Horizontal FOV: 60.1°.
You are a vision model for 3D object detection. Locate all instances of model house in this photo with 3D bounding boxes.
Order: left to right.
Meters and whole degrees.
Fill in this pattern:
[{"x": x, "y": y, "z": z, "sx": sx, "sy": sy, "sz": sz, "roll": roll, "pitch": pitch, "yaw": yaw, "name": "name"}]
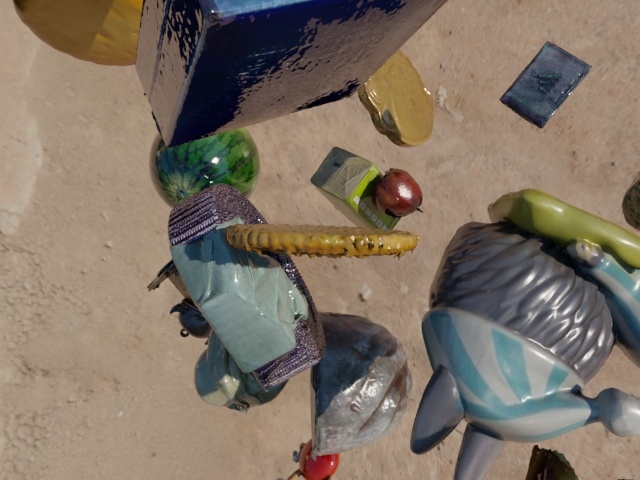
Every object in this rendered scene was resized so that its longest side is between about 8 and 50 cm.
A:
[{"x": -0.258, "y": 0.064, "z": 1.372, "sx": 0.154, "sy": 0.207, "sz": 0.294, "roll": 50, "pitch": 54, "yaw": -4, "name": "model house"}]

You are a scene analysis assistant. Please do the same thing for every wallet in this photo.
[{"x": 0.467, "y": -0.324, "z": 1.152, "sx": 0.111, "sy": 0.030, "sz": 0.166, "roll": 40, "pitch": 87, "yaw": 18, "name": "wallet"}]

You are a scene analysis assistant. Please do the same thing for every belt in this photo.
[{"x": -0.104, "y": 0.066, "z": 0.859, "sx": 0.122, "sy": 0.260, "sz": 0.325, "roll": -28, "pitch": 105, "yaw": 11, "name": "belt"}]

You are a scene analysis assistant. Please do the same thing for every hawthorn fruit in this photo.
[{"x": 0.243, "y": -0.134, "z": 1.697, "sx": 0.172, "sy": 0.148, "sz": 0.148, "roll": 36, "pitch": 90, "yaw": -5, "name": "hawthorn fruit"}]

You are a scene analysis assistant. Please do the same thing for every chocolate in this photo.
[{"x": 0.080, "y": 0.293, "z": 1.138, "sx": 0.212, "sy": 0.303, "sz": 0.304, "roll": -2, "pitch": 84, "yaw": -3, "name": "chocolate"}]

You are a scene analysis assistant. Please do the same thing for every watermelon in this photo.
[{"x": -0.351, "y": -0.231, "z": 1.701, "sx": 0.362, "sy": 0.363, "sz": 0.364, "roll": -1, "pitch": 84, "yaw": 9, "name": "watermelon"}]

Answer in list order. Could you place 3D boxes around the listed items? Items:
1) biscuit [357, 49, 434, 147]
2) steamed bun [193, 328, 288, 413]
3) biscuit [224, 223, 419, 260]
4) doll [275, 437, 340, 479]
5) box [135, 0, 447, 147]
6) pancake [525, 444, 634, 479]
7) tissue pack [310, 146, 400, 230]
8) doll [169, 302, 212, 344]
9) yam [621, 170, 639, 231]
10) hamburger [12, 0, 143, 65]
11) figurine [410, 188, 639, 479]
[{"x": 0.224, "y": -0.439, "z": 1.646, "sx": 0.057, "sy": 0.312, "sz": 0.351, "roll": -20, "pitch": 108, "yaw": 43, "name": "biscuit"}, {"x": -0.152, "y": 0.271, "z": 1.222, "sx": 0.144, "sy": 0.218, "sz": 0.211, "roll": -17, "pitch": 55, "yaw": 48, "name": "steamed bun"}, {"x": 0.000, "y": 0.000, "z": 0.714, "sx": 0.253, "sy": 0.254, "sz": 0.035, "roll": 3, "pitch": 94, "yaw": 9, "name": "biscuit"}, {"x": -0.021, "y": 0.644, "z": 1.587, "sx": 0.183, "sy": 0.085, "sz": 0.217, "roll": 18, "pitch": 66, "yaw": 48, "name": "doll"}, {"x": -0.035, "y": -0.216, "z": 0.559, "sx": 0.261, "sy": 0.279, "sz": 0.116, "roll": -20, "pitch": 87, "yaw": -24, "name": "box"}, {"x": 0.226, "y": 0.245, "z": 0.405, "sx": 0.212, "sy": 0.257, "sz": 0.056, "roll": -35, "pitch": 96, "yaw": -34, "name": "pancake"}, {"x": 0.132, "y": -0.157, "z": 1.854, "sx": 0.200, "sy": 0.274, "sz": 0.167, "roll": 32, "pitch": 83, "yaw": 43, "name": "tissue pack"}, {"x": -0.341, "y": 0.213, "z": 1.736, "sx": 0.257, "sy": 0.117, "sz": 0.182, "roll": -39, "pitch": 114, "yaw": 9, "name": "doll"}, {"x": 0.781, "y": -0.133, "z": 1.164, "sx": 0.195, "sy": 0.195, "sz": 0.300, "roll": 40, "pitch": 64, "yaw": 11, "name": "yam"}, {"x": -0.320, "y": -0.382, "z": 0.819, "sx": 0.245, "sy": 0.246, "sz": 0.170, "roll": -2, "pitch": 77, "yaw": 9, "name": "hamburger"}, {"x": 0.290, "y": 0.162, "z": 0.704, "sx": 0.361, "sy": 0.266, "sz": 0.378, "roll": 28, "pitch": 94, "yaw": 23, "name": "figurine"}]
